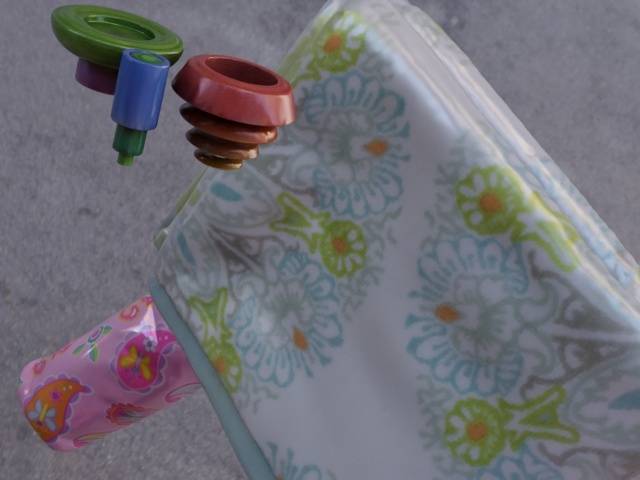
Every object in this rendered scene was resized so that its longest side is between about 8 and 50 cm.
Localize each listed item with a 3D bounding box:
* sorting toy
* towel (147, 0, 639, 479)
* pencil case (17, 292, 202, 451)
[{"bbox_3d":[-0.061,-0.054,0.347,0.102,0.042,0.061,23,24,9],"label":"sorting toy"},{"bbox_3d":[0.041,0.054,0.634,0.090,0.320,0.374,-7,56,-51],"label":"towel"},{"bbox_3d":[-0.200,0.129,1.001,0.124,0.284,0.124,47,24,-28],"label":"pencil case"}]
